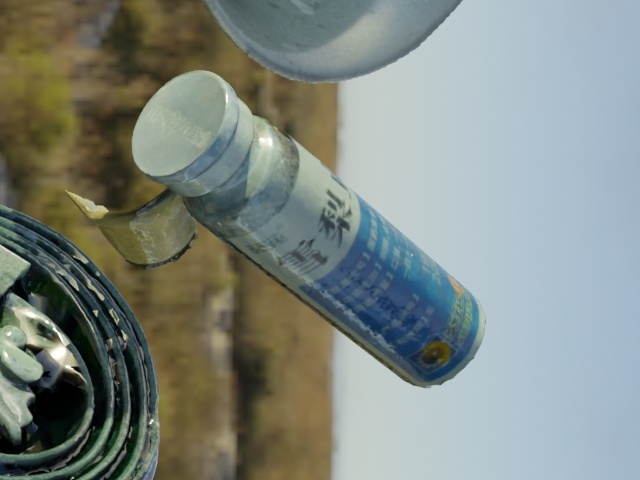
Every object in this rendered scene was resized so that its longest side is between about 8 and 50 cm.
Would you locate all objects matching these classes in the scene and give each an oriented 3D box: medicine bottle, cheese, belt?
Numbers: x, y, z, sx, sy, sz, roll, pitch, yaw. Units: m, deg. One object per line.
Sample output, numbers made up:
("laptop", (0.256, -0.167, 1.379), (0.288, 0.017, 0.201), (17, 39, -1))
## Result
("medicine bottle", (0.000, 0.000, 0.809), (0.191, 0.051, 0.051), (40, 40, -44))
("cheese", (-0.130, -0.012, 1.351), (0.060, 0.084, 0.041), (75, 23, -59))
("belt", (-0.190, 0.090, 1.059), (0.116, 0.206, 0.267), (-59, -134, 34))

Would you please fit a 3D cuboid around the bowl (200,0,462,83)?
("bowl", (-0.023, -0.326, 1.182), (0.435, 0.196, 0.435), (-38, 139, -42))
